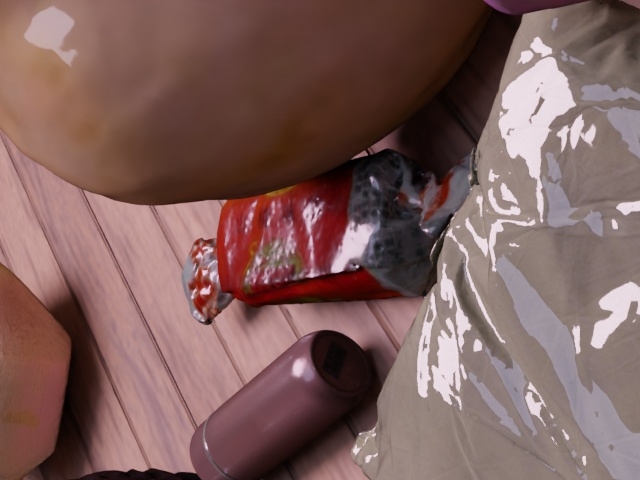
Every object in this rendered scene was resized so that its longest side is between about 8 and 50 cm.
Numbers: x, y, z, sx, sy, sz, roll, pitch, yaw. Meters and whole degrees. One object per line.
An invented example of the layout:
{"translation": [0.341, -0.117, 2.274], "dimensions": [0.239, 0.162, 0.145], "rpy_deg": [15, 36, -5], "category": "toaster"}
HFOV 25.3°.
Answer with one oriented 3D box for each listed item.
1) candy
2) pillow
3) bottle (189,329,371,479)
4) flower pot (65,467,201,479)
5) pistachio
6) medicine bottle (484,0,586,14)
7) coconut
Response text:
{"translation": [0.001, -0.001, 0.855], "dimensions": [0.292, 0.059, 0.086], "rpy_deg": [-12, 72, 50], "category": "candy"}
{"translation": [0.143, 0.071, 0.582], "dimensions": [0.274, 0.076, 0.280], "rpy_deg": [38, 125, 29], "category": "pillow"}
{"translation": [-0.027, 0.107, 0.877], "dimensions": [0.140, 0.053, 0.053], "rpy_deg": [-42, 53, 39], "category": "bottle"}
{"translation": [-0.189, 0.276, 0.885], "dimensions": [0.266, 0.267, 0.266], "rpy_deg": [-10, 76, 50], "category": "flower pot"}
{"translation": [-0.051, -0.142, 0.787], "dimensions": [0.309, 0.230, 0.230], "rpy_deg": [-26, 56, 2], "category": "pistachio"}
{"translation": [0.178, -0.192, 0.479], "dimensions": [0.291, 0.178, 0.178], "rpy_deg": [-10, 75, 21], "category": "medicine bottle"}
{"translation": [-0.280, 0.100, 1.109], "dimensions": [0.171, 0.171, 0.183], "rpy_deg": [19, 107, 51], "category": "coconut"}
